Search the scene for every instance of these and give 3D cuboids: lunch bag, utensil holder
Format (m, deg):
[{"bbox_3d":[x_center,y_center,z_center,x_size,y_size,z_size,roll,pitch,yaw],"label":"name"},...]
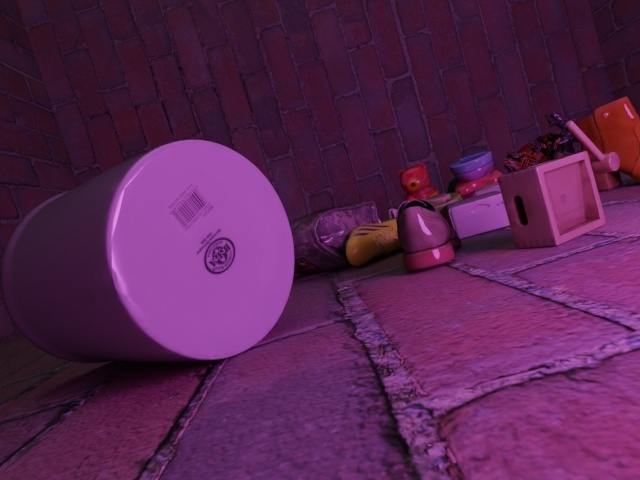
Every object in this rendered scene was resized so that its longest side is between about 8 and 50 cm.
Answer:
[{"bbox_3d":[0.000,0.000,1.255,0.235,0.169,0.286,-13,0,44],"label":"lunch bag"},{"bbox_3d":[-0.279,0.039,0.744,0.385,0.328,0.327,-10,7,41],"label":"utensil holder"}]

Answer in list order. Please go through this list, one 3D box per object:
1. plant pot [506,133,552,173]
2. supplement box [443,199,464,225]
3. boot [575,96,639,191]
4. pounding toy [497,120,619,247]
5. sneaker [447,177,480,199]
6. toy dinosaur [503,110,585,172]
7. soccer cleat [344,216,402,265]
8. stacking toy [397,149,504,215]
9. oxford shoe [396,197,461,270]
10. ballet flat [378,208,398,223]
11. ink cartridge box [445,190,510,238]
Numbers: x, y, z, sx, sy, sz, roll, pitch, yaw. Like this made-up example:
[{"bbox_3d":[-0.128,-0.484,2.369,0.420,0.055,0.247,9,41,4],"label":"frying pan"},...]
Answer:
[{"bbox_3d":[0.796,-0.274,1.680,0.173,0.191,0.191,-21,2,13],"label":"plant pot"},{"bbox_3d":[0.388,-0.103,1.507,0.077,0.080,0.233,-18,12,-11],"label":"supplement box"},{"bbox_3d":[0.760,-0.242,1.081,0.104,0.212,0.295,-19,4,-27],"label":"boot"},{"bbox_3d":[0.409,-0.103,0.779,0.205,0.181,0.094,-18,3,-24],"label":"pounding toy"},{"bbox_3d":[0.565,-0.194,1.553,0.295,0.179,0.123,-14,4,28],"label":"sneaker"},{"bbox_3d":[0.779,-0.276,1.483,0.321,0.219,0.164,15,-18,11],"label":"toy dinosaur"},{"bbox_3d":[0.172,-0.007,1.173,0.121,0.094,0.289,-5,11,42],"label":"soccer cleat"},{"bbox_3d":[0.389,-0.186,1.363,0.308,0.131,0.279,-21,13,10],"label":"stacking toy"},{"bbox_3d":[0.225,-0.032,0.963,0.122,0.131,0.348,-16,3,12],"label":"oxford shoe"},{"bbox_3d":[0.204,-0.041,1.430,0.315,0.106,0.107,-17,3,-7],"label":"ballet flat"},{"bbox_3d":[0.395,-0.068,1.142,0.139,0.082,0.190,-16,5,15],"label":"ink cartridge box"}]
